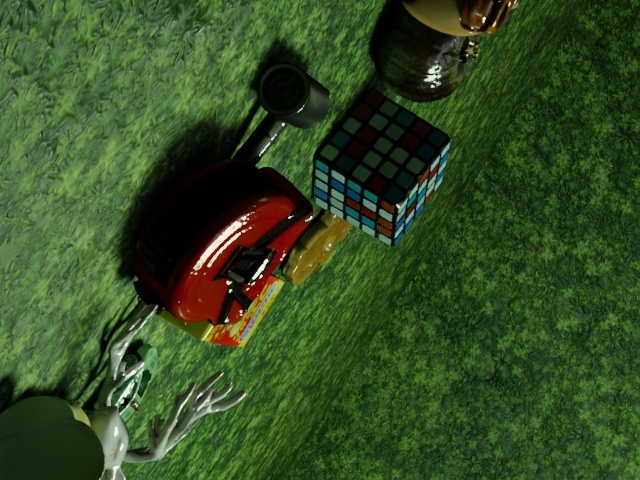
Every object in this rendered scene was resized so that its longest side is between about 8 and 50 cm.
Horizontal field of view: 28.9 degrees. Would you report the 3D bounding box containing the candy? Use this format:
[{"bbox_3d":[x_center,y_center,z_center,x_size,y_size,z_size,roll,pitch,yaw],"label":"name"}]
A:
[{"bbox_3d":[-0.155,0.092,2.023,0.146,0.088,0.276,-59,168,-2],"label":"candy"}]

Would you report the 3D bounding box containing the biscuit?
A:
[{"bbox_3d":[-0.003,-0.001,2.483,0.249,0.035,0.184,-48,163,-35],"label":"biscuit"}]

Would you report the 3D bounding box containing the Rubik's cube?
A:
[{"bbox_3d":[0.110,-0.130,2.265,0.184,0.187,0.182,-54,167,-22],"label":"Rubik's cube"}]

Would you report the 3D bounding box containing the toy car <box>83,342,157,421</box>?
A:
[{"bbox_3d":[-0.302,0.239,1.889,0.186,0.058,0.093,-53,165,-16],"label":"toy car"}]

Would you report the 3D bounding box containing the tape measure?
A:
[{"bbox_3d":[-0.143,0.009,1.722,0.253,0.114,0.260,-54,157,16],"label":"tape measure"}]

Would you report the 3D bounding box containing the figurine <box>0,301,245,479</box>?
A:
[{"bbox_3d":[-0.281,0.247,1.696,0.284,0.206,0.315,-50,172,10],"label":"figurine"}]

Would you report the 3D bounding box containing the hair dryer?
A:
[{"bbox_3d":[-0.086,-0.140,1.815,0.248,0.078,0.195,-49,169,6],"label":"hair dryer"}]

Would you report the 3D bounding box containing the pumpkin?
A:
[{"bbox_3d":[0.198,-0.345,2.144,0.238,0.159,0.238,-49,161,-23],"label":"pumpkin"}]

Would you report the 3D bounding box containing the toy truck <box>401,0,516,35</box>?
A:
[{"bbox_3d":[0.243,-0.464,1.931,0.288,0.204,0.211,-68,166,19],"label":"toy truck"}]

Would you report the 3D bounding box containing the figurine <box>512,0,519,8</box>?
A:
[{"bbox_3d":[0.338,-0.514,2.357,0.125,0.138,0.125,-18,151,-11],"label":"figurine"}]
